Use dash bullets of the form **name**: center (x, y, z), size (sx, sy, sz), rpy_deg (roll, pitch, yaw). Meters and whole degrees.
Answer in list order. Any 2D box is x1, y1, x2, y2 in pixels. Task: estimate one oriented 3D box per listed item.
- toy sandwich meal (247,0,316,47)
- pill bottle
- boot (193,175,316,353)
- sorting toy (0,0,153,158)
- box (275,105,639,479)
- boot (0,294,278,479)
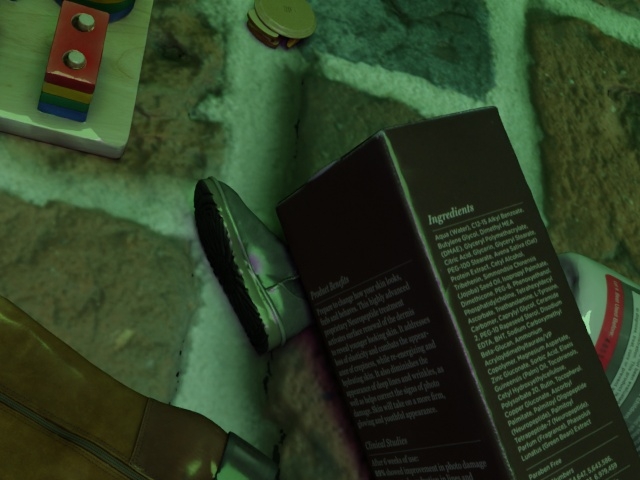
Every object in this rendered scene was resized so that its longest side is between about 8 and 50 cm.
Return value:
- **toy sandwich meal**: center (-0.045, -0.257, 1.005), size (0.086, 0.029, 0.085), rpy_deg (14, 53, -20)
- **pill bottle**: center (0.338, 0.155, 0.857), size (0.319, 0.176, 0.176), rpy_deg (27, 55, -9)
- **boot**: center (-0.001, 0.000, 0.849), size (0.209, 0.076, 0.189), rpy_deg (-23, 88, -26)
- **sorting toy**: center (-0.292, -0.235, 0.836), size (0.257, 0.089, 0.255), rpy_deg (13, 58, -18)
- **box**: center (0.115, 0.102, 0.734), size (0.143, 0.191, 0.381), rpy_deg (-18, 84, -32)
- **boot**: center (-0.204, 0.201, 0.631), size (0.280, 0.096, 0.264), rpy_deg (30, 63, -2)
